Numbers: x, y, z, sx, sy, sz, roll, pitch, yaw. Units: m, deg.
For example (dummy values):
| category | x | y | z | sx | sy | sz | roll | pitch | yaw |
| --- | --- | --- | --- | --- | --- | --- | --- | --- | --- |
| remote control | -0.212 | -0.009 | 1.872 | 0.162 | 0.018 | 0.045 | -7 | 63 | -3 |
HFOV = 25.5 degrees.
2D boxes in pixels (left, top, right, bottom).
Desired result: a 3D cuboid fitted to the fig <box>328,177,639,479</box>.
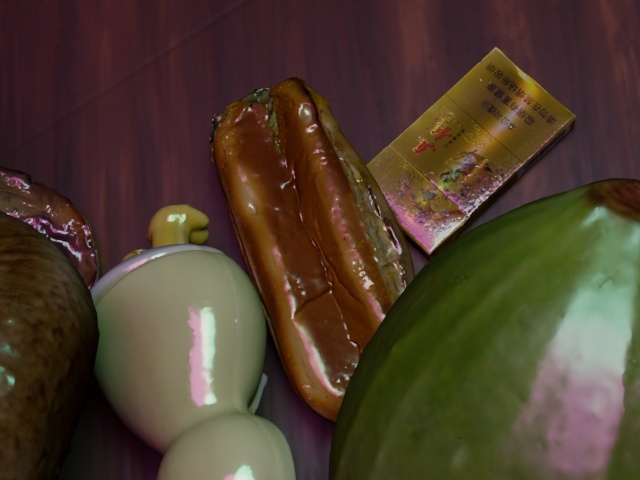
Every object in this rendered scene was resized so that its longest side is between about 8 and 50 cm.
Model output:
| category | x | y | z | sx | sy | sz | roll | pitch | yaw |
| --- | --- | --- | --- | --- | --- | --- | --- | --- | --- |
| fig | 0.154 | 0.113 | 0.823 | 0.316 | 0.316 | 0.316 | -2 | 69 | 6 |

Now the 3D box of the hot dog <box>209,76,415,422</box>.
| category | x | y | z | sx | sy | sz | roll | pitch | yaw |
| --- | --- | --- | --- | --- | --- | --- | --- | --- | --- |
| hot dog | 0.000 | 0.000 | 1.017 | 0.115 | 0.072 | 0.269 | -25 | 68 | 18 |

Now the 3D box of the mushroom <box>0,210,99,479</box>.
| category | x | y | z | sx | sy | sz | roll | pitch | yaw |
| --- | --- | --- | --- | --- | --- | --- | --- | --- | --- |
| mushroom | -0.299 | 0.063 | 0.885 | 0.331 | 0.356 | 0.334 | 30 | 64 | 22 |

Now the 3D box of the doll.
| category | x | y | z | sx | sy | sz | roll | pitch | yaw |
| --- | --- | --- | --- | --- | --- | --- | --- | --- | --- |
| doll | -0.078 | 0.109 | 0.944 | 0.141 | 0.117 | 0.296 | -45 | 54 | 28 |

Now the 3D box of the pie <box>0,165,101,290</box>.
| category | x | y | z | sx | sy | sz | roll | pitch | yaw |
| --- | --- | --- | --- | --- | --- | --- | --- | --- | --- |
| pie | -0.225 | 0.000 | 1.070 | 0.170 | 0.034 | 0.092 | 35 | 81 | 18 |

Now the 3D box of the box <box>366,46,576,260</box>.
| category | x | y | z | sx | sy | sz | roll | pitch | yaw |
| --- | --- | --- | --- | --- | --- | --- | --- | --- | --- |
| box | 0.108 | -0.066 | 1.063 | 0.156 | 0.022 | 0.089 | -41 | 70 | -9 |
